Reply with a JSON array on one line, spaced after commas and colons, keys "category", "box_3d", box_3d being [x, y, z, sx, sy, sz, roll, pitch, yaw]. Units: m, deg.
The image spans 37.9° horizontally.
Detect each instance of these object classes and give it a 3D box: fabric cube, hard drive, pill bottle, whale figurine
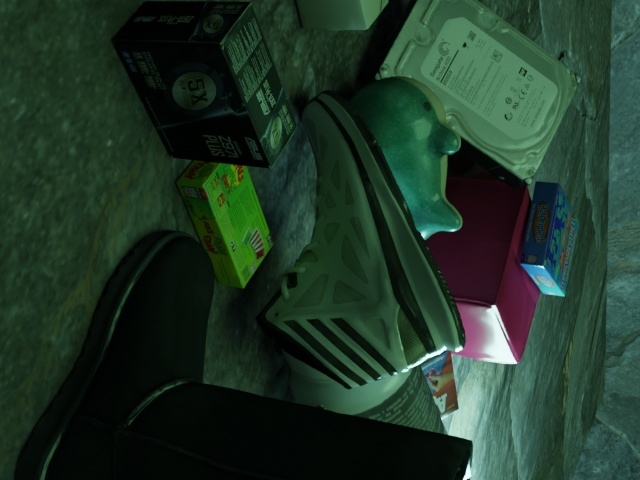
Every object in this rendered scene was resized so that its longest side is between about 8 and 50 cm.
[{"category": "fabric cube", "box_3d": [0.268, 0.053, 1.773, 0.258, 0.254, 0.259, 56, 49, -54]}, {"category": "hard drive", "box_3d": [0.270, -0.277, 1.624, 0.339, 0.064, 0.237, 33, 75, -13]}, {"category": "pill bottle", "box_3d": [0.072, 0.251, 1.486, 0.204, 0.204, 0.361, -55, 135, -40]}, {"category": "whale figurine", "box_3d": [0.127, -0.125, 1.498, 0.141, 0.216, 0.272, -25, 96, -44]}]

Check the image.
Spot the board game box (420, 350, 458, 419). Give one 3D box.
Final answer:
[{"category": "board game box", "box_3d": [0.141, 0.304, 1.715, 0.281, 0.027, 0.145, -23, 113, -33]}]

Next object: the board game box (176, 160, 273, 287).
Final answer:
[{"category": "board game box", "box_3d": [-0.122, -0.034, 1.231, 0.092, 0.043, 0.181, -58, 145, -38]}]

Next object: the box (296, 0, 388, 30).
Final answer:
[{"category": "box", "box_3d": [0.011, -0.437, 1.302, 0.094, 0.113, 0.275, -57, 145, -41]}]

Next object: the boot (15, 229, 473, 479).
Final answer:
[{"category": "boot", "box_3d": [-0.052, 0.179, 0.989, 0.367, 0.445, 0.146, -67, 149, -25]}]

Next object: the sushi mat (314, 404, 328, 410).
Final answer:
[{"category": "sushi mat", "box_3d": [0.057, 0.374, 1.438, 0.316, 0.151, 0.019, 43, 31, -23]}]

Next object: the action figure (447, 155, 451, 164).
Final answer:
[{"category": "action figure", "box_3d": [0.243, -0.257, 1.755, 0.164, 0.140, 0.276, -81, 159, -54]}]

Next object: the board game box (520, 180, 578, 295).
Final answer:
[{"category": "board game box", "box_3d": [0.433, 0.001, 1.750, 0.210, 0.047, 0.160, 36, 64, -60]}]

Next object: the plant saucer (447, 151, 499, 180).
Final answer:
[{"category": "plant saucer", "box_3d": [0.336, -0.221, 1.851, 0.332, 0.084, 0.332, -166, -90, -74]}]

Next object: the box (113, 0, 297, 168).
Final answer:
[{"category": "box", "box_3d": [-0.128, -0.177, 1.069, 0.077, 0.147, 0.180, -62, 147, -34]}]

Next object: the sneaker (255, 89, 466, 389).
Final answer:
[{"category": "sneaker", "box_3d": [0.000, 0.000, 1.310, 0.169, 0.257, 0.448, 63, 3, -62]}]
